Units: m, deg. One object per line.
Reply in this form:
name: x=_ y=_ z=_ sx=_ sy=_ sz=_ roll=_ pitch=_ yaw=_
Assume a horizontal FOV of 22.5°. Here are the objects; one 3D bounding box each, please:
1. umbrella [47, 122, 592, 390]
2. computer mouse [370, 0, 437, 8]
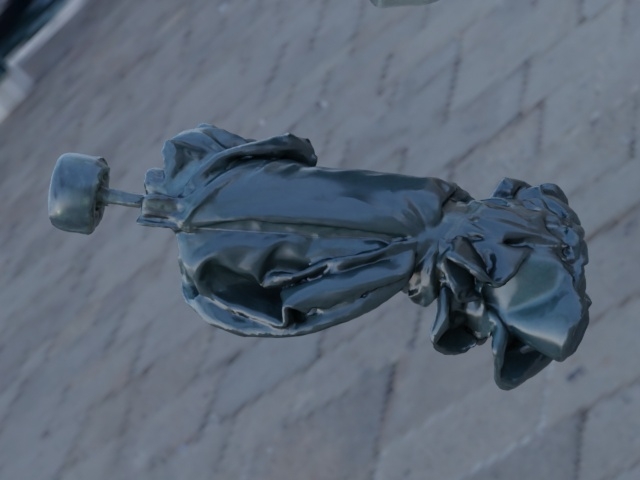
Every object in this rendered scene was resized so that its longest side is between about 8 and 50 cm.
umbrella: x=0.000 y=0.000 z=1.026 sx=0.143 sy=0.349 sz=0.094 roll=-83 pitch=1 yaw=-47
computer mouse: x=0.051 y=-0.236 z=1.099 sx=0.079 sy=0.128 sz=0.231 roll=-22 pitch=-9 yaw=2
